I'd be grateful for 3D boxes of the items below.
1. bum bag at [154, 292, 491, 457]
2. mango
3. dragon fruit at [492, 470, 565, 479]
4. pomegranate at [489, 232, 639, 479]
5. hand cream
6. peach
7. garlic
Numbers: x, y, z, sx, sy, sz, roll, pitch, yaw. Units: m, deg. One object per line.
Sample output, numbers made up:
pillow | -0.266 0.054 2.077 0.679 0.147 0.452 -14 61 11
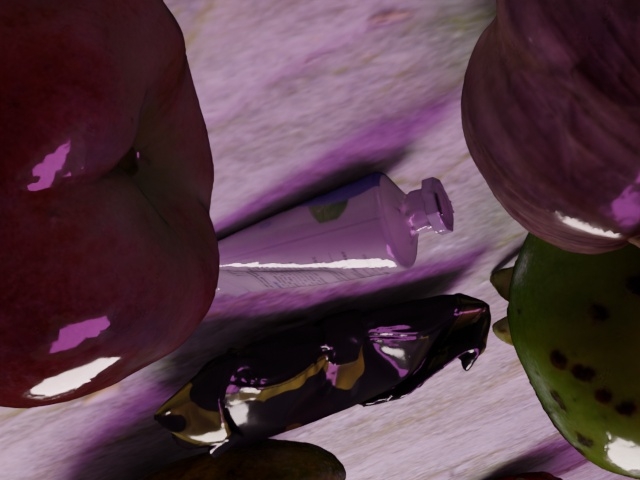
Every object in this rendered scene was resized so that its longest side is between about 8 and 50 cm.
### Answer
bum bag | -0.002 0.084 0.951 0.232 0.060 0.107 -11 154 -32
mango | -0.074 0.220 1.059 0.192 0.146 0.316 -12 159 -27
dragon fruit | 0.216 0.331 1.600 0.172 0.172 0.209 -32 143 17
pomegranate | 0.200 0.040 0.917 0.211 0.211 0.263 -13 -171 -27
hand cream | 0.000 0.000 0.798 0.142 0.053 0.084 -16 161 19
peach | -0.112 -0.018 0.513 0.152 0.152 0.152 -21 158 -9
garlic | 0.178 -0.071 0.655 0.245 0.161 0.245 -22 158 -10
